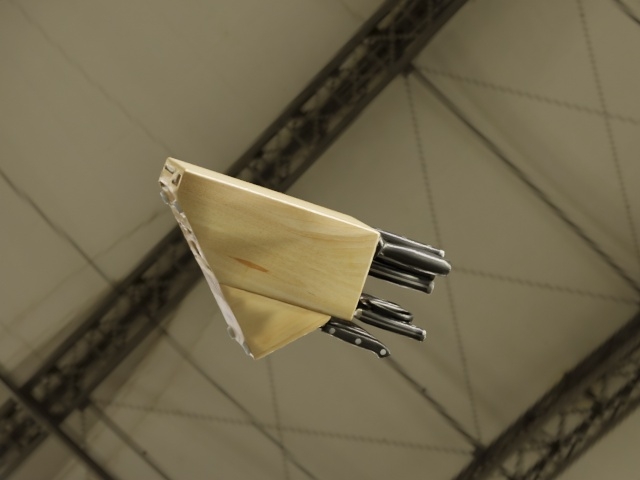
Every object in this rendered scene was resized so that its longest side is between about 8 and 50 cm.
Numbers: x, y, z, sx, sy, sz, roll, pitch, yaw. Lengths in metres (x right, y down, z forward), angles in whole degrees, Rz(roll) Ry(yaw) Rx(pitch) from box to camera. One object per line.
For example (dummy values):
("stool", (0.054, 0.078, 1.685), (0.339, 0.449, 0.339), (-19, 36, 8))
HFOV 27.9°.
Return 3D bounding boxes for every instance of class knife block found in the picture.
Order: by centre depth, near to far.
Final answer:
("knife block", (0.000, 0.000, 1.295), (0.276, 0.242, 0.088), (65, -13, -18))
